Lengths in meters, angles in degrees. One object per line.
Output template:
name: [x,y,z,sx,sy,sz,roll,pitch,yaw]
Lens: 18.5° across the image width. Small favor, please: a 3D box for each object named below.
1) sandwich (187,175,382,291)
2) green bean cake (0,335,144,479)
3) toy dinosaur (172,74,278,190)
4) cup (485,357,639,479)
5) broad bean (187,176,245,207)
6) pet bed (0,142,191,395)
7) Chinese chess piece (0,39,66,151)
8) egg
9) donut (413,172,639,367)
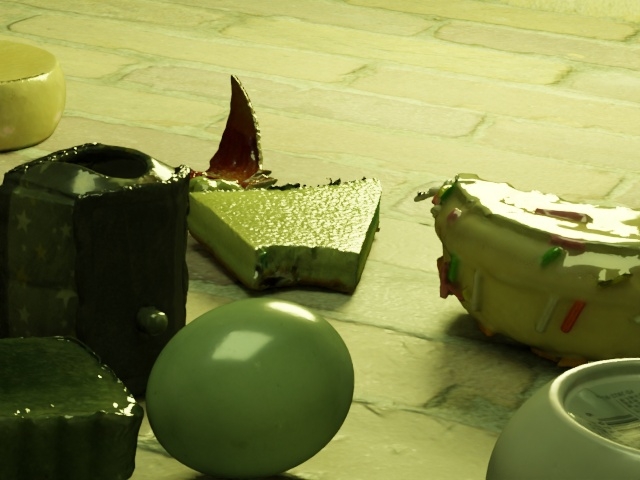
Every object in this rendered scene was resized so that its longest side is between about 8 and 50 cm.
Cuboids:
sandwich: [0.000,0.000,2.175,0.245,0.063,0.212,-6,25,-26]
green bean cake: [-0.258,0.147,1.627,0.185,0.094,0.183,-6,21,-28]
toy dinosaur: [-0.176,-0.101,2.346,0.327,0.113,0.206,-12,25,-36]
cup: [0.182,0.239,1.110,0.212,0.317,0.212,3,19,-1]
broad bean: [-0.119,-0.042,2.248,0.083,0.063,0.045,22,18,-36]
pet bed: [-0.193,0.025,1.814,0.159,0.211,0.183,12,17,27]
Chinese chess piece: [-0.457,-0.190,2.565,0.251,0.097,0.251,3,19,-1]
egg: [-0.058,0.125,1.647,0.149,0.149,0.192,21,27,40]
donut: [0.307,0.026,2.017,0.371,0.150,0.307,-2,20,-16]
